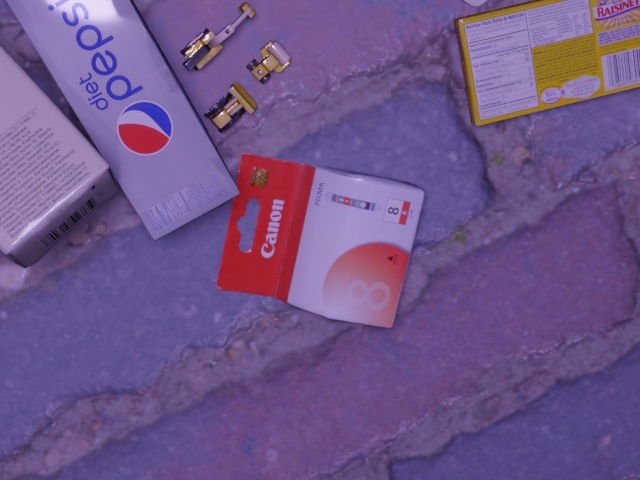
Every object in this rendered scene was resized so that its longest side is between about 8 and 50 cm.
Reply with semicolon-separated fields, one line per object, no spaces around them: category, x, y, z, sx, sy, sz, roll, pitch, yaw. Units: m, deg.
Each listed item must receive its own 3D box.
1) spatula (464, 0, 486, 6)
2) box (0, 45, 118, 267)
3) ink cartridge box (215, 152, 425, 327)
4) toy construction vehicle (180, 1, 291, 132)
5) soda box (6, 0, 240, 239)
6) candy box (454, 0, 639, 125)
spatula;0.111;-0.332;0.901;0.242;0.019;0.168;29;107;-35
box;-0.298;-0.115;0.840;0.113;0.094;0.275;-41;87;-10
ink cartridge box;0.000;0.000;1.000;0.179;0.045;0.145;9;104;-14
toy construction vehicle;-0.081;-0.158;0.946;0.098;0.035;0.086;-39;108;3
soda box;-0.181;-0.148;0.901;0.091;0.098;0.286;-30;108;-1
candy box;0.237;-0.185;0.992;0.206;0.027;0.105;-14;105;-5
